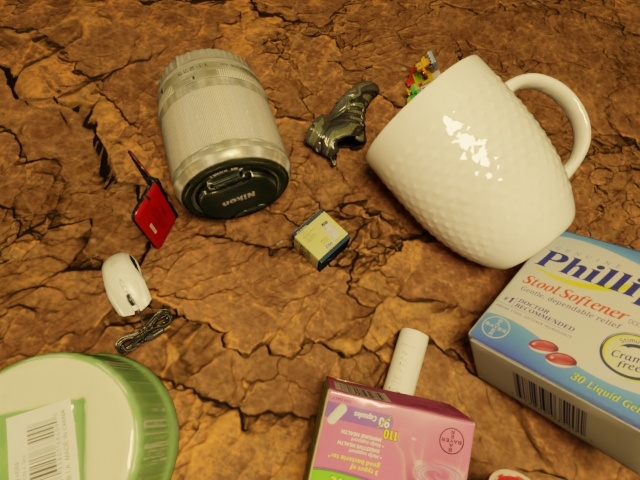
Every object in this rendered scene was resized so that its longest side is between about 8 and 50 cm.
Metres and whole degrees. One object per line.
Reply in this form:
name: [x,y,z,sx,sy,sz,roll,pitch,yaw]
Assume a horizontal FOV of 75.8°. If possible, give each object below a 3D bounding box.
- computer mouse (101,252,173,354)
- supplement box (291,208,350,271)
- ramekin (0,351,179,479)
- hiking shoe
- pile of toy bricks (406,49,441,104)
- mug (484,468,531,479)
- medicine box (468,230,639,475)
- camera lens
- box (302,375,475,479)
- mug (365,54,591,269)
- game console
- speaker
computer mouse: [-0.353,0.100,0.754,0.106,0.042,0.193,-29,72,-15]
supplement box: [0.000,0.000,0.818,0.083,0.056,0.083,-41,75,-19]
ramekin: [-0.379,0.310,0.601,0.303,0.148,0.304,2,66,-4]
hiking shoe: [0.070,-0.264,0.937,0.114,0.086,0.227,45,76,0]
pile of toy bricks: [0.250,-0.332,0.970,0.105,0.118,0.213,-24,77,22]
mug: [0.247,0.403,0.592,0.113,0.170,0.150,19,30,8]
medicine box: [0.442,0.153,0.670,0.289,0.149,0.263,-43,40,-19]
camera lens: [-0.190,-0.195,0.800,0.219,0.219,0.275,-15,68,-11]
box: [0.086,0.353,0.606,0.213,0.117,0.243,13,81,1]
mug: [0.329,-0.152,0.776,0.374,0.276,0.328,-39,85,0]
game console: [-0.333,-0.073,0.776,0.085,0.144,0.124,18,66,4]
speaker: [0.150,0.227,0.730,0.055,0.055,0.136,20,66,5]
